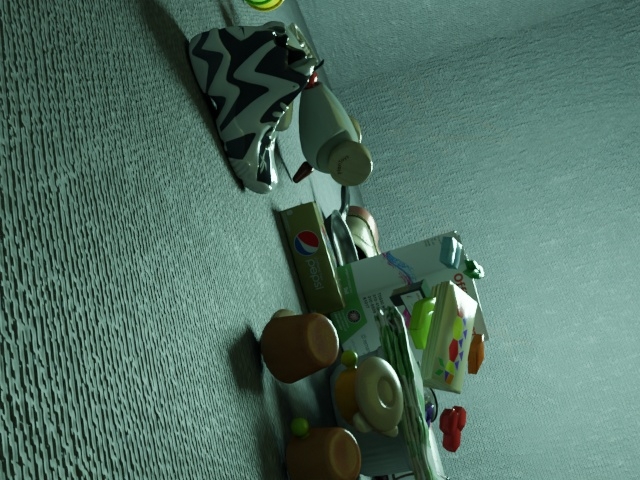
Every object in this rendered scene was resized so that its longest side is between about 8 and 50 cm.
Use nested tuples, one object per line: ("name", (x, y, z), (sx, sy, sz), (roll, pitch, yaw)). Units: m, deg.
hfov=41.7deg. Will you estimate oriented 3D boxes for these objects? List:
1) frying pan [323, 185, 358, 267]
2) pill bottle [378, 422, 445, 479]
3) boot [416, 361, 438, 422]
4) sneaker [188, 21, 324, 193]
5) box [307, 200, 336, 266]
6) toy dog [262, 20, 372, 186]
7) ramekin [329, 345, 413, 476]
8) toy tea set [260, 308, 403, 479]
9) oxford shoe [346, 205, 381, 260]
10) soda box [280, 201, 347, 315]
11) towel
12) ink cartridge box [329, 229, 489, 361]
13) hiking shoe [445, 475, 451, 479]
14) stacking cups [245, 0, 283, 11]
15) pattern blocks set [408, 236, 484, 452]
("frying pan", (0.038, -0.028, 1.852), (0.197, 0.053, 0.326), (48, 29, -62))
("pill bottle", (0.168, 0.433, 1.563), (0.121, 0.121, 0.221), (66, 10, -46))
("boot", (0.231, 0.417, 2.106), (0.229, 0.091, 0.262), (-80, 150, -62))
("sneaker", (-0.057, -0.174, 1.074), (0.094, 0.153, 0.234), (-93, 165, -61))
("box", (0.000, 0.000, 1.663), (0.094, 0.027, 0.137), (-93, 164, -69))
("toy dog", (-0.042, -0.231, 1.560), (0.333, 0.161, 0.220), (57, 12, -8))
("ramekin", (0.089, 0.279, 1.353), (0.207, 0.109, 0.207), (-16, 90, -84))
("toy tea set", (0.009, 0.239, 0.942), (0.200, 0.124, 0.335), (4, 70, -51))
("oxford shoe", (0.105, 0.087, 2.065), (0.348, 0.123, 0.130), (63, 32, -30))
("soda box", (-0.010, 0.032, 1.365), (0.061, 0.058, 0.181), (9, 64, -83))
("towel", (0.142, 0.277, 1.136), (0.247, 0.038, 0.324), (68, 8, -51))
("ink cartridge box", (0.165, 0.126, 1.619), (0.117, 0.278, 0.201), (-99, 170, -58))
("hiking shoe", (0.201, 0.568, 1.724), (0.304, 0.113, 0.132), (74, 33, -57))
("stacking cups", (-0.126, -0.499, 1.557), (0.316, 0.096, 0.096), (-51, 124, -83))
("pattern blocks set", (0.217, 0.172, 1.432), (0.285, 0.026, 0.324), (46, 55, -48))
